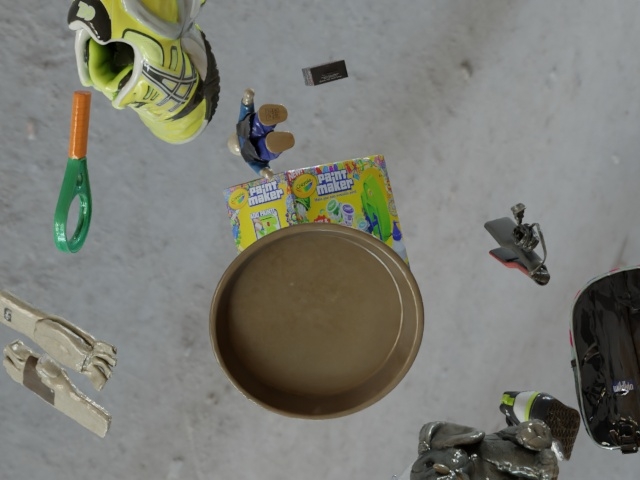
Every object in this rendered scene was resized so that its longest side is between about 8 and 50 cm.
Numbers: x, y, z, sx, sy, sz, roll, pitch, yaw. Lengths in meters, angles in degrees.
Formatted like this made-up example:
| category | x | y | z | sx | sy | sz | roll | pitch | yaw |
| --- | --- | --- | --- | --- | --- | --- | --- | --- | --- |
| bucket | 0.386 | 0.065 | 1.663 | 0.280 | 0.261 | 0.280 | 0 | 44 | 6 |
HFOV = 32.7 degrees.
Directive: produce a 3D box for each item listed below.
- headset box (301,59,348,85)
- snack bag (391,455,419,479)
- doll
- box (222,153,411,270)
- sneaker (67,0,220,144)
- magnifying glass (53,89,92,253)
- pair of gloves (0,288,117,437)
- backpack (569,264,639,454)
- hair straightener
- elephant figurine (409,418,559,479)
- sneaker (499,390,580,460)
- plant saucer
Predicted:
| category | x | y | z | sx | sy | sz | roll | pitch | yaw |
| --- | --- | --- | --- | --- | --- | --- | --- | --- | --- |
| headset box | 0.008 | -0.279 | 1.817 | 0.062 | 0.083 | 0.032 | -16 | 102 | -9 |
| snack bag | 0.252 | 0.578 | 2.216 | 0.342 | 0.323 | 0.037 | -47 | 135 | -17 |
| doll | -0.087 | -0.148 | 1.507 | 0.046 | 0.189 | 0.129 | -15 | 91 | -19 |
| box | 0.000 | 0.000 | 2.092 | 0.290 | 0.177 | 0.279 | -15 | 92 | -47 |
| sneaker | -0.211 | -0.208 | 1.232 | 0.147 | 0.145 | 0.384 | -52 | 165 | -19 |
| magnifying glass | -0.339 | -0.093 | 1.516 | 0.092 | 0.026 | 0.231 | -51 | 150 | -70 |
| pair of gloves | -0.390 | 0.183 | 1.628 | 0.042 | 0.204 | 0.240 | -51 | 163 | -38 |
| backpack | 0.477 | 0.157 | 1.566 | 0.191 | 0.225 | 0.253 | -9 | 86 | -66 |
| hair straightener | 0.248 | 0.000 | 1.390 | 0.230 | 0.047 | 0.089 | -94 | 171 | -77 |
| elephant figurine | 0.194 | 0.317 | 1.494 | 0.186 | 0.239 | 0.169 | 91 | -2 | -54 |
| sneaker | 0.357 | 0.292 | 1.789 | 0.234 | 0.097 | 0.084 | 48 | 60 | -51 |
| plant saucer | -0.005 | 0.103 | 1.412 | 0.041 | 0.278 | 0.278 | -99 | -165 | -70 |
